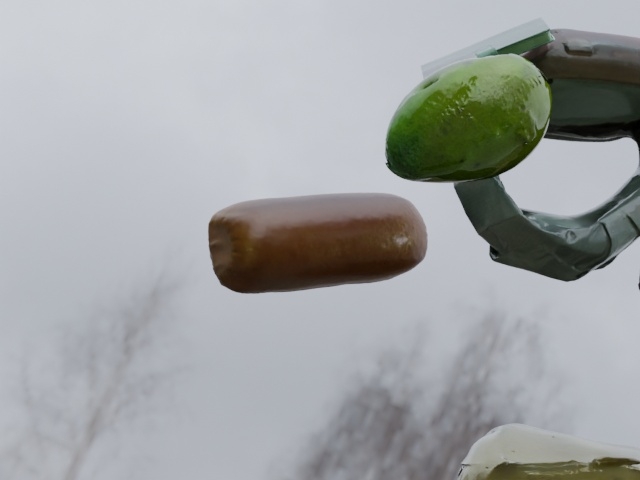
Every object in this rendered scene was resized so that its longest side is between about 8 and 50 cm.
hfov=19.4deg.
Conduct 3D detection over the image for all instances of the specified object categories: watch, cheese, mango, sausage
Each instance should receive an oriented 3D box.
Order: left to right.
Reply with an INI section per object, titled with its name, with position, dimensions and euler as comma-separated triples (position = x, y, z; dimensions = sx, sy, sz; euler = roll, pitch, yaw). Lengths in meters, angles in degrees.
[sausage]
position = 0.000, 0.001, 2.075
dimensions = 0.274, 0.105, 0.105
euler = -5, -4, -33
[mango]
position = 0.141, -0.109, 1.755
dimensions = 0.100, 0.178, 0.119
euler = 25, -45, 60
[cheese]
position = 0.279, 0.287, 2.172
dimensions = 0.259, 0.128, 0.316
euler = 7, 3, 0
[watch]
position = 0.265, -0.082, 1.946
dimensions = 0.253, 0.241, 0.162
euler = 4, -26, -16

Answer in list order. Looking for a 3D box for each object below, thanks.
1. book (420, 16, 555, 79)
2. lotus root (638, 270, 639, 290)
[book]
position = 0.166, -0.188, 1.876
dimensions = 0.103, 0.135, 0.017
euler = -85, 153, -76
[lotus root]
position = 0.374, 0.037, 1.580
dimensions = 0.220, 0.125, 0.118
euler = -1, -5, 40
